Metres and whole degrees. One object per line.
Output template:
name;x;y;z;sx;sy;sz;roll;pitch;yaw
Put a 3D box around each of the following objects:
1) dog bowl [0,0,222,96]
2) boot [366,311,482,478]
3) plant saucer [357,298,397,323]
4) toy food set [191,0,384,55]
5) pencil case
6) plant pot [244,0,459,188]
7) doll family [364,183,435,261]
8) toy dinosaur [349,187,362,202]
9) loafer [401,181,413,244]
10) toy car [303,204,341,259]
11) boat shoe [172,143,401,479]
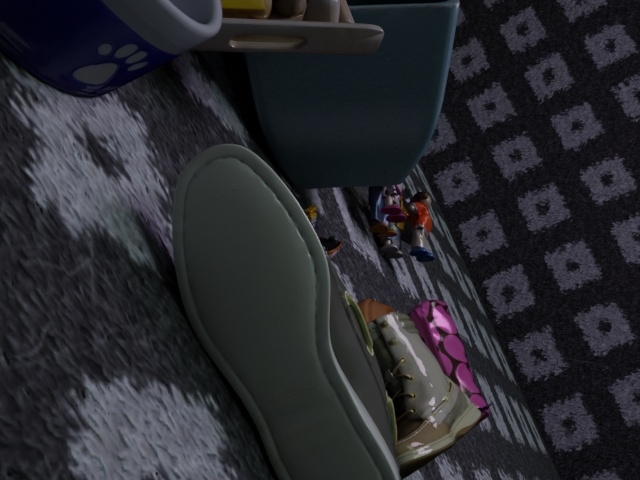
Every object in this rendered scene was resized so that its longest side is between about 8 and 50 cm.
dog bowl;-0.183;-0.240;0.532;0.265;0.104;0.265;58;14;-24
boot;0.087;0.168;0.853;0.165;0.077;0.213;57;29;13
plant saucer;0.108;0.166;1.022;0.200;0.037;0.200;58;14;-24
toy food set;-0.078;-0.304;0.778;0.092;0.219;0.306;107;-25;-49
pencil case;0.190;0.191;1.182;0.098;0.095;0.209;26;35;-43
plant pot;0.034;-0.209;0.993;0.248;0.247;0.252;-92;179;-59
doll family;0.119;-0.074;1.356;0.263;0.118;0.163;49;38;-55
toy dinosaur;0.030;-0.152;1.324;0.092;0.053;0.183;-38;107;-59
loafer;0.151;-0.087;1.578;0.078;0.076;0.223;36;26;-53
toy car;0.000;0.000;0.890;0.122;0.060;0.040;-64;158;-65
boat shoe;-0.021;0.071;0.575;0.091;0.109;0.305;-58;127;-75
